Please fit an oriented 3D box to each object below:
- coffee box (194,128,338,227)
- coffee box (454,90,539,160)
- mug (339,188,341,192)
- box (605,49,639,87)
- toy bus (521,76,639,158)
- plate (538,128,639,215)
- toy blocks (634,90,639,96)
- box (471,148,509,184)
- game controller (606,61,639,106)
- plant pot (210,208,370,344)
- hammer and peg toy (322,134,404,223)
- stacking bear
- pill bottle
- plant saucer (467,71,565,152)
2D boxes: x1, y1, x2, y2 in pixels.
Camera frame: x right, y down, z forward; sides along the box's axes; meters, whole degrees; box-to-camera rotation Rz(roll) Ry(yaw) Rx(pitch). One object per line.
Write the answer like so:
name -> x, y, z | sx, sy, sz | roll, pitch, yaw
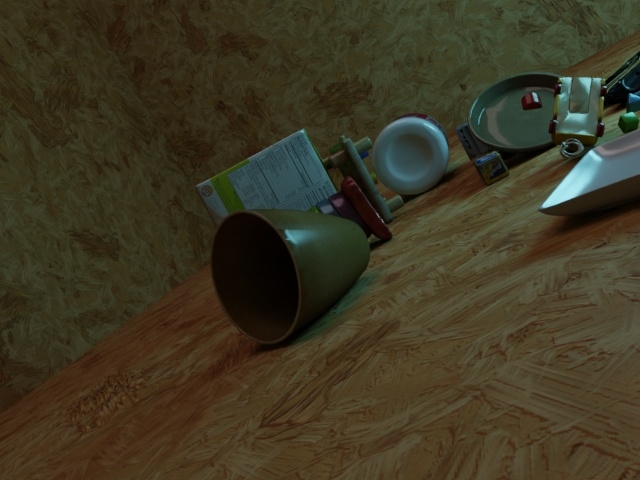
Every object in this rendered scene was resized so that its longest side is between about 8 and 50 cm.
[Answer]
coffee box -> -0.124, -0.087, 1.863 | 0.334, 0.338, 0.337 | -30, 7, -4
coffee box -> 0.512, -0.313, 1.808 | 0.168, 0.119, 0.297 | -29, 7, 0
mug -> 0.158, -0.184, 2.420 | 0.157, 0.097, 0.129 | -34, 8, -36
box -> 0.766, -0.425, 1.673 | 0.164, 0.021, 0.201 | -42, -8, 7
toy bus -> 0.509, -0.230, 1.282 | 0.202, 0.191, 0.104 | -29, -36, -6
plate -> 0.472, -0.119, 0.887 | 0.277, 0.045, 0.278 | -24, 9, 44
toy blocks -> 0.726, -0.327, 1.311 | 0.123, 0.054, 0.148 | -34, 8, -29
box -> 0.406, -0.178, 1.547 | 0.059, 0.054, 0.169 | -27, 7, 13
game controller -> 0.813, -0.403, 1.551 | 0.166, 0.067, 0.319 | -1, 26, 45
plant pot -> -0.032, 0.042, 1.194 | 0.254, 0.237, 0.237 | -15, -5, -45
hammer and peg toy -> 0.097, -0.172, 1.880 | 0.127, 0.266, 0.361 | -30, 8, -5
stacking bear -> 0.000, 0.000, 1.545 | 0.289, 0.175, 0.164 | -37, 9, 2
pill bottle -> 0.296, -0.289, 2.062 | 0.229, 0.229, 0.408 | -27, 8, 16
plant saucer -> 0.507, -0.313, 1.596 | 0.277, 0.041, 0.278 | -13, 49, 15
